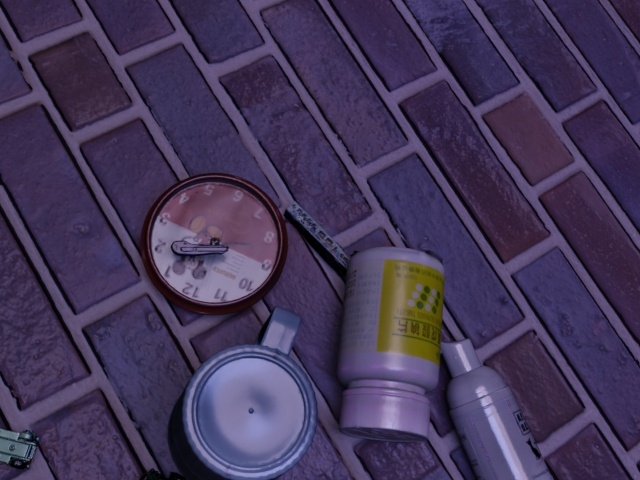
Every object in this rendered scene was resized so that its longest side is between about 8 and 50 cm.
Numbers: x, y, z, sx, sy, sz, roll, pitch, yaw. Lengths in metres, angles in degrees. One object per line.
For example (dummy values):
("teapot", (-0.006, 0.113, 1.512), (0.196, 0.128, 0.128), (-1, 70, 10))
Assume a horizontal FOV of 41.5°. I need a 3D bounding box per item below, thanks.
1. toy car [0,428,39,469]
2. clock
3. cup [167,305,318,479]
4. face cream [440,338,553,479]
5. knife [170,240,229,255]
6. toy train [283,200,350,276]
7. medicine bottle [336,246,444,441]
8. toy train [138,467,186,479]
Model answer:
("toy car", (-0.617, 0.391, 1.619), (0.143, 0.054, 0.073), (12, 67, 0))
("clock", (-0.228, 0.005, 1.824), (0.318, 0.080, 0.319), (2, 75, -9))
("cup", (-0.124, 0.325, 1.609), (0.331, 0.311, 0.257), (-37, 83, -21))
("face cream", (0.347, 0.361, 1.789), (0.145, 0.145, 0.370), (-19, 77, -18))
("knife", (-0.252, 0.017, 1.767), (0.121, 0.018, 0.031), (0, 76, -11))
("toy train", (0.000, 0.000, 1.894), (0.047, 0.043, 0.207), (-42, 84, -21))
("medicine bottle", (0.144, 0.215, 1.761), (0.213, 0.213, 0.379), (10, 70, -9))
("toy train", (-0.349, 0.570, 1.549), (0.138, 0.178, 0.330), (33, 67, 0))
